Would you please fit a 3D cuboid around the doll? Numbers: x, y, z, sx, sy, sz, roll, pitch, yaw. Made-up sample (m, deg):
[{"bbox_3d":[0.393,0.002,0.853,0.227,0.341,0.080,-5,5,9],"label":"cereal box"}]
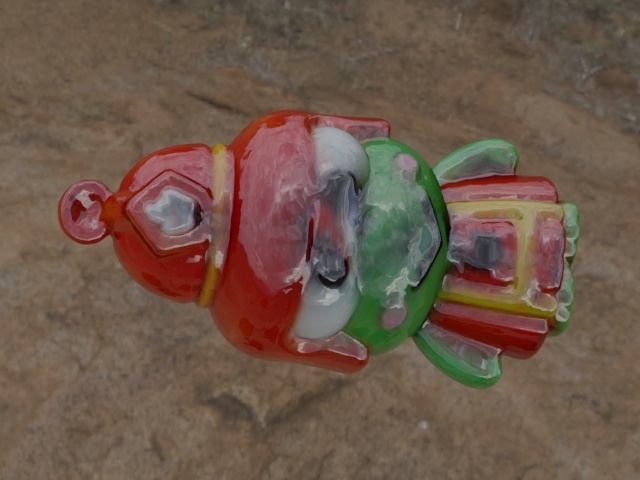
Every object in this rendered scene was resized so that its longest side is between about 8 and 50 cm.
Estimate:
[{"bbox_3d":[0.001,0.000,0.718,0.362,0.160,0.183,8,86,-16],"label":"doll"}]
